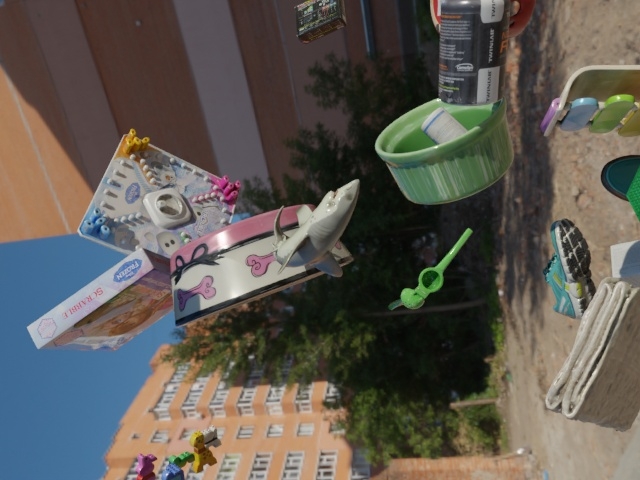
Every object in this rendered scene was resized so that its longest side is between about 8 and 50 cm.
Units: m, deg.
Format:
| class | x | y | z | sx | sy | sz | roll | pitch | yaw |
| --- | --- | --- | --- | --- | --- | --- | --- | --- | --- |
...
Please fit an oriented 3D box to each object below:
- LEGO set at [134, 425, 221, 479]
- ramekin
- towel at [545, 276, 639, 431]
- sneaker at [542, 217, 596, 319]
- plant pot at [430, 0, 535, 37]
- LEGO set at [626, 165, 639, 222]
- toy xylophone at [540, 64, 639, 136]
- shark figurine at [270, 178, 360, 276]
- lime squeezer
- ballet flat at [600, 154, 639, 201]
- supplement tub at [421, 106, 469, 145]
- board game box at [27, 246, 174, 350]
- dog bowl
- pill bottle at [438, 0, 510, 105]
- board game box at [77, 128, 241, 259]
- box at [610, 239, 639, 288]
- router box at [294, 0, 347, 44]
| class | x | y | z | sx | sy | sz | roll | pitch | yaw |
| --- | --- | --- | --- | --- | --- | --- | --- | --- | --- |
| LEGO set | -0.314 | 0.491 | 1.258 | 0.227 | 0.087 | 0.093 | -14 | -74 | -44 |
| ramekin | 0.293 | -0.214 | 1.254 | 0.148 | 0.303 | 0.303 | 62 | -160 | -26 |
| towel | 0.398 | 0.161 | 0.729 | 0.282 | 0.049 | 0.187 | 26 | -90 | -44 |
| sneaker | 0.611 | 0.078 | 1.365 | 0.107 | 0.110 | 0.275 | -28 | -70 | -33 |
| plant pot | 0.350 | -0.541 | 1.199 | 0.191 | 0.174 | 0.191 | 170 | 90 | -77 |
| LEGO set | 0.496 | -0.078 | 0.573 | 0.255 | 0.192 | 0.331 | -77 | -9 | -57 |
| toy xylophone | 0.547 | -0.217 | 0.917 | 0.236 | 0.322 | 0.081 | 31 | -117 | -67 |
| shark figurine | -0.017 | 0.018 | 0.872 | 0.166 | 0.116 | 0.278 | -62 | 17 | -22 |
| lime squeezer | 0.249 | 0.101 | 1.270 | 0.059 | 0.310 | 0.110 | 46 | -144 | 12 |
| ballet flat | 0.670 | -0.110 | 1.042 | 0.096 | 0.280 | 0.095 | -30 | -55 | -85 |
| supplement tub | 0.290 | -0.245 | 1.236 | 0.107 | 0.071 | 0.071 | 47 | -174 | 10 |
| board game box | -0.481 | 0.159 | 1.342 | 0.066 | 0.318 | 0.319 | 56 | -178 | 16 |
| dog bowl | -0.141 | 0.049 | 1.183 | 0.408 | 0.408 | 0.150 | 3 | -115 | -79 |
| pill bottle | 0.296 | -0.396 | 1.048 | 0.130 | 0.130 | 0.246 | -76 | -17 | -61 |
| board game box | -0.440 | -0.103 | 1.579 | 0.050 | 0.390 | 0.390 | -42 | 31 | 45 |
| box | 0.761 | 0.056 | 1.281 | 0.101 | 0.102 | 0.087 | 23 | -115 | -32 |
| router box | 0.000 | -0.538 | 1.297 | 0.038 | 0.122 | 0.092 | 25 | -124 | -57 |
